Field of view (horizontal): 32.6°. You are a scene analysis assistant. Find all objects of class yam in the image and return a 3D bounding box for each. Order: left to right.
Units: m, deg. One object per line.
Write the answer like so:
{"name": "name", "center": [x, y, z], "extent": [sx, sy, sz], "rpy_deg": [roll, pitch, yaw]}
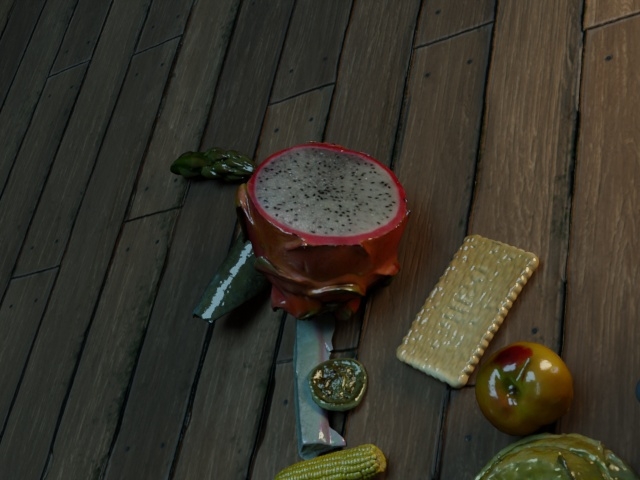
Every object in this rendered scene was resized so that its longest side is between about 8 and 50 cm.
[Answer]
{"name": "yam", "center": [-0.142, 0.055, 2.090], "extent": [0.106, 0.106, 0.259], "rpy_deg": [15, 71, 48]}

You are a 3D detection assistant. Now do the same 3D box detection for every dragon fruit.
{"name": "dragon fruit", "center": [0.000, 0.000, 1.898], "extent": [0.306, 0.225, 0.305], "rpy_deg": [3, 41, -3]}

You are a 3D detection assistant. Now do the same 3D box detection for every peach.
{"name": "peach", "center": [0.290, 0.207, 1.553], "extent": [0.138, 0.138, 0.138], "rpy_deg": [-24, 46, 28]}

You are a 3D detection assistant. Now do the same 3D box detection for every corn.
{"name": "corn", "center": [0.011, 0.371, 1.728], "extent": [0.206, 0.067, 0.067], "rpy_deg": [-24, 46, 26]}

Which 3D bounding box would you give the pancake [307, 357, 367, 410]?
{"name": "pancake", "center": [0.030, 0.239, 1.822], "extent": [0.108, 0.017, 0.108], "rpy_deg": [-4, 49, 5]}

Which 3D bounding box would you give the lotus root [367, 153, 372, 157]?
{"name": "lotus root", "center": [0.046, -0.094, 2.055], "extent": [0.165, 0.088, 0.088], "rpy_deg": [-54, 39, 11]}

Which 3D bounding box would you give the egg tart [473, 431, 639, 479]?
{"name": "egg tart", "center": [0.288, 0.377, 1.434], "extent": [0.290, 0.115, 0.290], "rpy_deg": [-26, 45, 29]}

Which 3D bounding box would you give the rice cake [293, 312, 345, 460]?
{"name": "rice cake", "center": [-0.007, 0.240, 1.868], "extent": [0.081, 0.051, 0.290], "rpy_deg": [-4, 50, 0]}

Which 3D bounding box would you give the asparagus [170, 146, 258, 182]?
{"name": "asparagus", "center": [-0.225, -0.165, 2.362], "extent": [0.287, 0.080, 0.080], "rpy_deg": [12, 69, 46]}

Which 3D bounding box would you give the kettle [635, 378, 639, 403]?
{"name": "kettle", "center": [0.481, 0.275, 1.323], "extent": [0.210, 0.160, 0.243], "rpy_deg": [-45, 42, 35]}

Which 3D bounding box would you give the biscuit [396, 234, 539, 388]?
{"name": "biscuit", "center": [0.235, 0.110, 1.754], "extent": [0.160, 0.030, 0.249], "rpy_deg": [21, 75, 49]}
